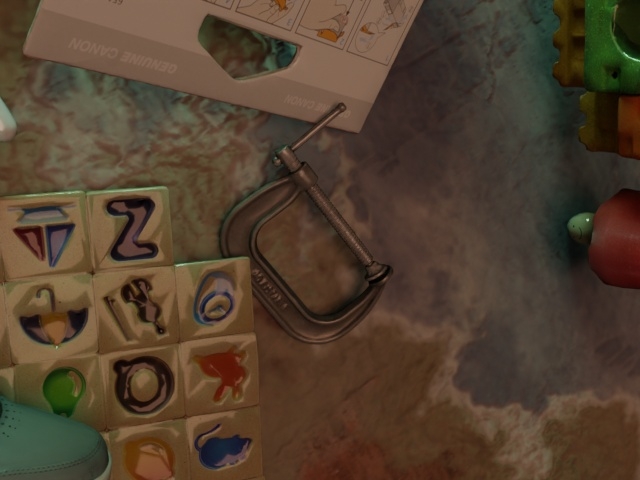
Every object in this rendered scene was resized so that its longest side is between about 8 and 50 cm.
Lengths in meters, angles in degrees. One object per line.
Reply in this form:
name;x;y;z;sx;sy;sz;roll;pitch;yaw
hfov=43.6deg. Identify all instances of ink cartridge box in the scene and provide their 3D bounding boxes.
ink cartridge box;-0.021;-0.213;0.495;0.296;0.066;0.261;4;123;-50

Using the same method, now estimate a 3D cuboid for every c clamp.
c clamp;0.000;0.000;0.607;0.137;0.022;0.160;-33;112;-1

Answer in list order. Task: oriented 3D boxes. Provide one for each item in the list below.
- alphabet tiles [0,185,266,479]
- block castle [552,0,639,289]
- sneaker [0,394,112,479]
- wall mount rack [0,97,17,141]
alphabet tiles;-0.179;0.137;0.560;0.285;0.011;0.342;-6;99;-21
block castle;0.354;-0.188;0.658;0.303;0.213;0.453;-14;110;-34
sneaker;-0.247;0.054;0.453;0.296;0.124;0.178;16;102;-21
wall mount rack;-0.181;-0.247;0.458;0.350;0.130;0.304;-35;143;-15
